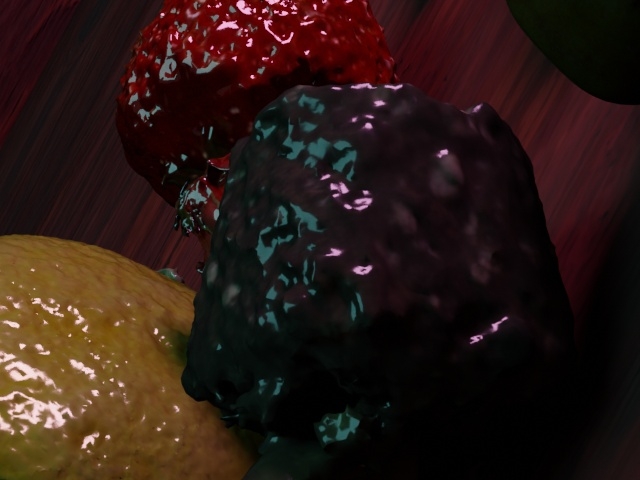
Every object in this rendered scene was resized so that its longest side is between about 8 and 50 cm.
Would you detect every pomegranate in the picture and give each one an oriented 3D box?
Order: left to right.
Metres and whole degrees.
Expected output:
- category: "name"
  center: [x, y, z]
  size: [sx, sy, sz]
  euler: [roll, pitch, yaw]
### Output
- category: "pomegranate"
  center: [0.204, -0.173, 1.064]
  size: [0.180, 0.180, 0.209]
  euler: [-56, -12, 17]

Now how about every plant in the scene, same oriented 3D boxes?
- category: "plant"
  center: [0.033, 0.079, 1.058]
  size: [0.213, 0.215, 0.312]
  euler: [-43, 37, 51]

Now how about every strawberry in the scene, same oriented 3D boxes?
- category: "strawberry"
  center: [-0.055, -0.146, 1.520]
  size: [0.257, 0.257, 0.277]
  euler: [-41, 40, 45]

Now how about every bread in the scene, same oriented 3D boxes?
- category: "bread"
  center: [-0.200, 0.188, 1.348]
  size: [0.348, 0.348, 0.308]
  euler: [-95, 27, -57]

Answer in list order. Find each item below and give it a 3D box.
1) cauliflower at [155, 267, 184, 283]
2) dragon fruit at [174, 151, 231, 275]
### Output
- category: "cauliflower"
  center: [-0.271, 0.170, 1.733]
  size: [0.327, 0.281, 0.260]
  euler: [58, 145, 40]
- category: "dragon fruit"
  center: [0.000, 0.000, 1.286]
  size: [0.172, 0.209, 0.172]
  euler: [-52, -3, -4]
